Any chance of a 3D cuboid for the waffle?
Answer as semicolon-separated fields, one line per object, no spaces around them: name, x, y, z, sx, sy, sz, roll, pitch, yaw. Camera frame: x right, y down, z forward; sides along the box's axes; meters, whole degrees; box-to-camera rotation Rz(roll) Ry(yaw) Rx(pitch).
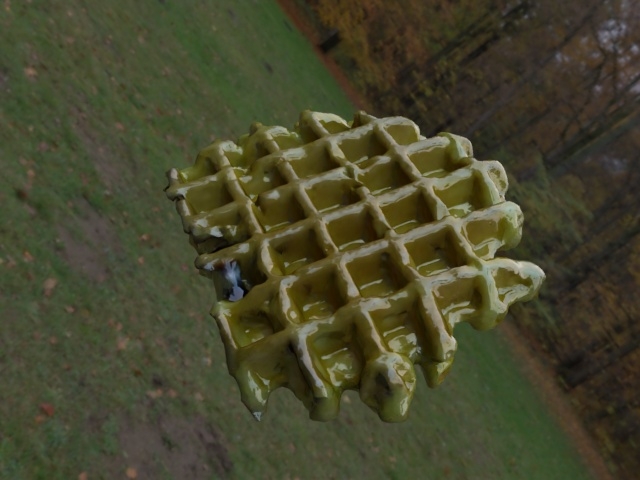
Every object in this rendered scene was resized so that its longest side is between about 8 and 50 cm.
waffle;0.000;-0.001;0.555;0.283;0.310;0.065;-58;147;-36
